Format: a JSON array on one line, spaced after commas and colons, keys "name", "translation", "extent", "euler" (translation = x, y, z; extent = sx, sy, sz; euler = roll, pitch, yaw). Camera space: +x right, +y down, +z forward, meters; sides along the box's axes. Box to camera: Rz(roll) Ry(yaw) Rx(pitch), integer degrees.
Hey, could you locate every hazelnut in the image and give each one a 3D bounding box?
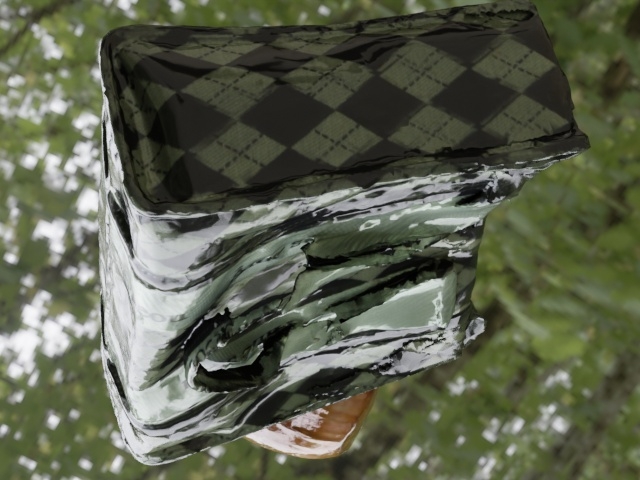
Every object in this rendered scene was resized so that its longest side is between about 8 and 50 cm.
[{"name": "hazelnut", "translation": [-0.020, 0.131, 1.436], "extent": [0.150, 0.150, 0.150], "euler": [23, -152, -13]}]

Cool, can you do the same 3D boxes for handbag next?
[{"name": "handbag", "translation": [0.000, 0.000, 1.118], "extent": [0.316, 0.416, 0.180], "euler": [-10, -117, -14]}]
